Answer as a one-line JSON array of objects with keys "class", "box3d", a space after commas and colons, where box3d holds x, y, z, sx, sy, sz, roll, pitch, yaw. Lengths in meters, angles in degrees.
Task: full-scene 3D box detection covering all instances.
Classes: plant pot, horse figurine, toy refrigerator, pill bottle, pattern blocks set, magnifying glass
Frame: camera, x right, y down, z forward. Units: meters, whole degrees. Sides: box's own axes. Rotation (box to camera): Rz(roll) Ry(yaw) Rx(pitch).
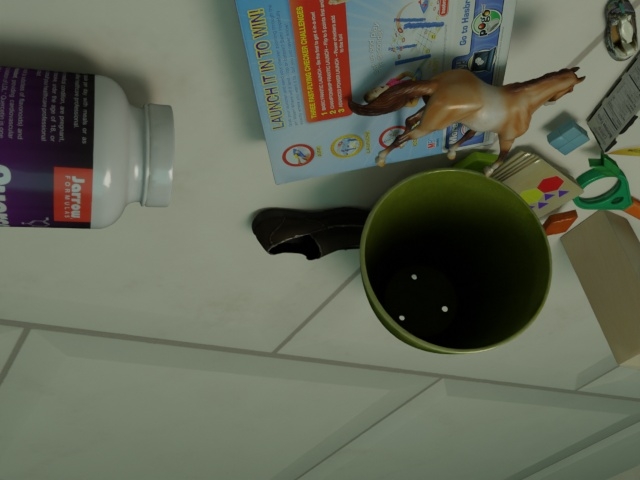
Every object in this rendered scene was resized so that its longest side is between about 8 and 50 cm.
[{"class": "plant pot", "box3d": [0.183, 0.066, 1.134, 0.275, 0.274, 0.293, -8, 163, -6]}, {"class": "horse figurine", "box3d": [0.170, -0.149, 0.845, 0.263, 0.066, 0.174, 5, 147, -26]}, {"class": "toy refrigerator", "box3d": [0.540, 0.086, 1.256, 0.094, 0.269, 0.102, 15, 136, -34]}, {"class": "pill bottle", "box3d": [-0.336, -0.104, 0.806, 0.323, 0.181, 0.181, 1, 143, -18]}, {"class": "pattern blocks set", "box3d": [0.320, -0.071, 1.171, 0.325, 0.026, 0.285, -27, 140, 29]}, {"class": "magnifying glass", "box3d": [0.526, -0.073, 1.247, 0.231, 0.026, 0.092, 20, 134, -34]}]

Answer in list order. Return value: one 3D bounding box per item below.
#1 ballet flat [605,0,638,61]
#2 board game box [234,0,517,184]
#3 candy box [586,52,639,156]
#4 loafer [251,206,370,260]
[{"class": "ballet flat", "box3d": [0.396, -0.264, 0.923, 0.041, 0.041, 0.114, -23, 144, 15]}, {"class": "board game box", "box3d": [0.067, -0.219, 0.847, 0.302, 0.086, 0.308, -10, 145, -2]}, {"class": "candy box", "box3d": [0.513, -0.219, 0.993, 0.159, 0.071, 0.233, 1, 144, -19]}, {"class": "loafer", "box3d": [0.000, 0.000, 1.141, 0.220, 0.078, 0.080, -1, 144, -14]}]
